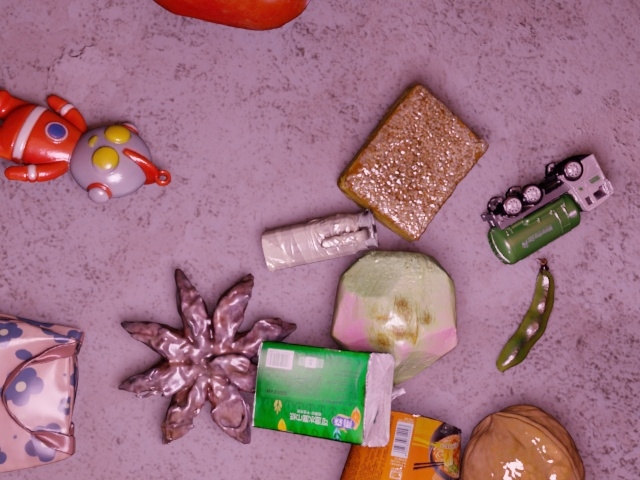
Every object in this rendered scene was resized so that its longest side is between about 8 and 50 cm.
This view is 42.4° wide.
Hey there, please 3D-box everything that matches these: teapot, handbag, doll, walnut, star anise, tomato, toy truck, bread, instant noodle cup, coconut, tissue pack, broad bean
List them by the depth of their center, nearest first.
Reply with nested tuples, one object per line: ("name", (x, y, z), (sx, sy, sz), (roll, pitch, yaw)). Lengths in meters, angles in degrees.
("tissue pack", (0.018, 0.248, 1.350), (0.209, 0.156, 0.148), (1, 80, 30))
("handbag", (-0.494, 0.247, 1.358), (0.193, 0.190, 0.251), (4, 92, -12))
("instant noodle cup", (0.138, 0.392, 1.402), (0.230, 0.230, 0.182), (13, 74, -5))
("tomato", (-0.156, -0.505, 1.405), (0.325, 0.290, 0.293), (19, 90, -6))
("coconut", (0.123, 0.135, 1.423), (0.236, 0.204, 0.235), (2, 82, -16))
("walnut", (0.345, 0.396, 1.425), (0.228, 0.228, 0.228), (1, 85, -6))
("star anise", (-0.191, 0.203, 1.425), (0.332, 0.117, 0.331), (1, 87, -12))
("doll", (-0.421, -0.158, 1.429), (0.336, 0.105, 0.199), (20, 54, -5))
("teapot", (0.000, 0.000, 1.443), (0.200, 0.107, 0.077), (-12, 95, 9))
("bread", (0.163, -0.139, 1.501), (0.184, 0.110, 0.234), (39, 84, -5))
("toy truck", (0.414, -0.060, 1.524), (0.242, 0.101, 0.125), (-32, 94, -5))
("broad bean", (0.389, 0.144, 1.533), (0.069, 0.039, 0.226), (22, 82, -10))
